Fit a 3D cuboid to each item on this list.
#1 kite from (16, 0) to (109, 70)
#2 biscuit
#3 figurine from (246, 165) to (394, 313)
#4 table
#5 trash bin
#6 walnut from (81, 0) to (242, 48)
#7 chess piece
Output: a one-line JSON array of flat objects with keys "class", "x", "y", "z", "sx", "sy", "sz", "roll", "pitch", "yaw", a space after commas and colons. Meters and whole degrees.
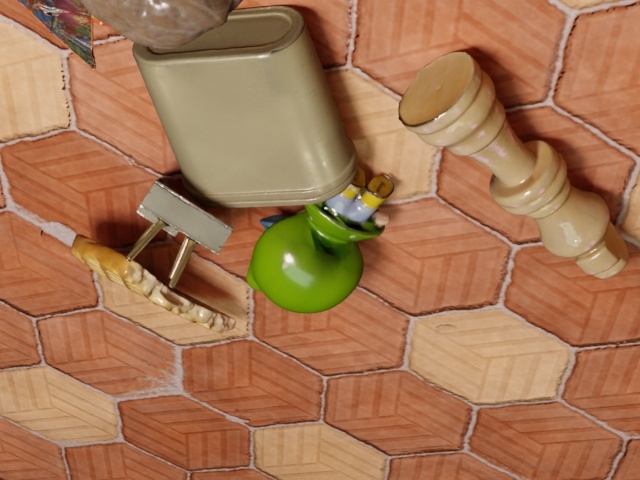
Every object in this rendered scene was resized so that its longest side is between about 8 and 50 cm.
[{"class": "kite", "x": -0.312, "y": -0.287, "z": 1.717, "sx": 0.159, "sy": 0.010, "sz": 0.190, "roll": 12, "pitch": 143, "yaw": 2}, {"class": "biscuit", "x": -0.270, "y": 0.062, "z": 2.019, "sx": 0.204, "sy": 0.040, "sz": 0.309, "roll": 24, "pitch": 173, "yaw": 33}, {"class": "figurine", "x": 0.000, "y": 0.000, "z": 1.882, "sx": 0.162, "sy": 0.143, "sz": 0.263, "roll": 22, "pitch": 131, "yaw": -19}, {"class": "table", "x": -0.202, "y": -0.006, "z": 1.836, "sx": 0.121, "sy": 0.111, "sz": 0.240, "roll": 33, "pitch": 178, "yaw": -6}, {"class": "trash bin", "x": -0.096, "y": -0.168, "z": 1.715, "sx": 0.243, "sy": 0.121, "sz": 0.247, "roll": -2, "pitch": 135, "yaw": 20}, {"class": "walnut", "x": -0.177, "y": -0.325, "z": 1.484, "sx": 0.224, "sy": 0.224, "sz": 0.224, "roll": 9, "pitch": 142, "yaw": 7}, {"class": "chess piece", "x": 0.265, "y": -0.076, "z": 1.720, "sx": 0.117, "sy": 0.117, "sz": 0.397, "roll": -22, "pitch": 131, "yaw": 37}]
